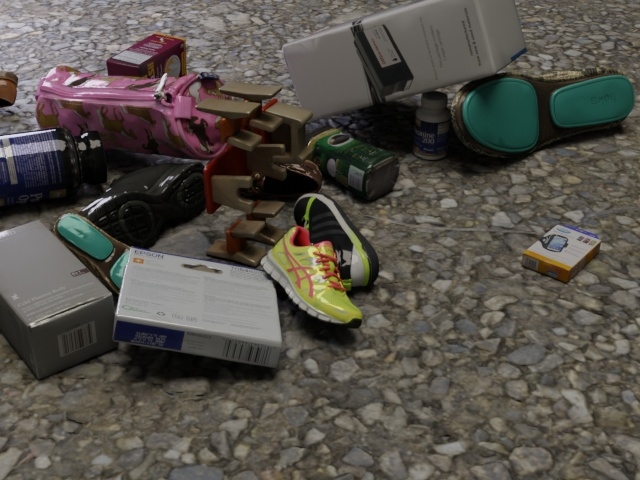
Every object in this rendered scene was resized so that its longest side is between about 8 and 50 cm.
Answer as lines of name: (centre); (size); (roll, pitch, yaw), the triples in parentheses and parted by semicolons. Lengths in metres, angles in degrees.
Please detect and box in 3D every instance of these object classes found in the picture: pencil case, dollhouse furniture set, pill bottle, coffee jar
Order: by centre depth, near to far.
dollhouse furniture set: (-0.121, -0.133, 1.583); (0.135, 0.262, 0.259); (12, 32, 20)
pill bottle: (-0.484, -0.128, 1.686); (0.219, 0.122, 0.123); (-11, 34, -19)
pencil case: (-0.341, -0.232, 1.777); (0.386, 0.167, 0.160); (8, 35, 34)
coffee jar: (0.046, -0.144, 1.780); (0.096, 0.079, 0.184); (-28, 43, -36)
pill bottle: (0.213, -0.219, 1.872); (0.067, 0.120, 0.067); (1, 31, 0)

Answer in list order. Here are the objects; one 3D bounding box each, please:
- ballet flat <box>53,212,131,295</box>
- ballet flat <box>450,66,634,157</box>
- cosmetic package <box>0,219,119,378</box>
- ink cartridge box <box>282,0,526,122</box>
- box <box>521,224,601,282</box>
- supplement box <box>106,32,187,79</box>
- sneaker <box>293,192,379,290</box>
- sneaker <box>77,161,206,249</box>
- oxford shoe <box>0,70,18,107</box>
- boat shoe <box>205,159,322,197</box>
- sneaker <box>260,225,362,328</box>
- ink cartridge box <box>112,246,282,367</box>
ballet flat: (-0.307, 0.036, 1.462); (0.206, 0.067, 0.073); (40, 66, 5)
ballet flat: (0.403, -0.256, 1.945); (0.483, 0.164, 0.182); (-13, 12, -31)
cosmetic package: (-0.393, 0.077, 1.377); (0.127, 0.107, 0.238); (-24, 43, -32)
ink cartridge box: (0.168, -0.375, 1.919); (0.395, 0.166, 0.285); (-10, 14, 27)
box: (0.392, 0.017, 1.586); (0.081, 0.028, 0.136); (24, 35, 32)
supplement box: (-0.364, -0.358, 2.086); (0.081, 0.104, 0.188); (15, 34, 20)
sneaker: (0.000, 0.000, 1.539); (0.097, 0.084, 0.235); (-16, 36, -24)
sneaker: (-0.310, -0.055, 1.618); (0.130, 0.109, 0.286); (10, 24, 31)
oxford shoe: (-0.722, -0.291, 2.001); (0.212, 0.076, 0.076); (-7, 71, 5)
boat shoe: (-0.099, -0.112, 1.727); (0.207, 0.073, 0.073); (-1, 29, -4)
sneaker: (-0.004, 0.049, 1.419); (0.081, 0.094, 0.208); (21, 16, -50)
ink cartridge box: (-0.169, 0.090, 1.369); (0.223, 0.045, 0.224); (11, 22, -9)
